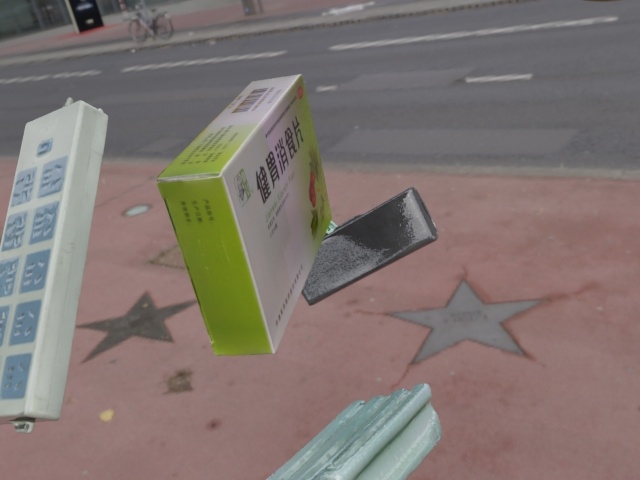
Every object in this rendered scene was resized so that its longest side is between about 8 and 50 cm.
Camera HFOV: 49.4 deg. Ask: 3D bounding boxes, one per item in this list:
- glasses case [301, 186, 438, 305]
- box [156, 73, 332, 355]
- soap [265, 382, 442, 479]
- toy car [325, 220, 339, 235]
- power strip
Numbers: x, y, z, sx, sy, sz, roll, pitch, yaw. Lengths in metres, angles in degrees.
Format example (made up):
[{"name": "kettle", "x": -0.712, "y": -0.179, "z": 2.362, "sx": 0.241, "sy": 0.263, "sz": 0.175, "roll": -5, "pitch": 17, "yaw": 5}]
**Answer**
[{"name": "glasses case", "x": 0.048, "y": 0.009, "z": 0.855, "sx": 0.190, "sy": 0.072, "sz": 0.042, "roll": -29, "pitch": 5, "yaw": 21}, {"name": "box", "x": -0.056, "y": -0.037, "z": 0.673, "sx": 0.062, "sy": 0.175, "sz": 0.260, "roll": -4, "pitch": 29, "yaw": 17}, {"name": "soap", "x": 0.037, "y": 0.217, "z": 0.688, "sx": 0.114, "sy": 0.063, "sz": 0.198, "roll": -25, "pitch": -1, "yaw": 36}, {"name": "toy car", "x": 0.000, "y": 0.000, "z": 1.218, "sx": 0.058, "sy": 0.093, "sz": 0.186, "roll": 20, "pitch": 13, "yaw": -31}, {"name": "power strip", "x": -0.290, "y": 0.010, "z": 0.726, "sx": 0.106, "sy": 0.043, "sz": 0.367, "roll": -12, "pitch": 65, "yaw": 31}]
